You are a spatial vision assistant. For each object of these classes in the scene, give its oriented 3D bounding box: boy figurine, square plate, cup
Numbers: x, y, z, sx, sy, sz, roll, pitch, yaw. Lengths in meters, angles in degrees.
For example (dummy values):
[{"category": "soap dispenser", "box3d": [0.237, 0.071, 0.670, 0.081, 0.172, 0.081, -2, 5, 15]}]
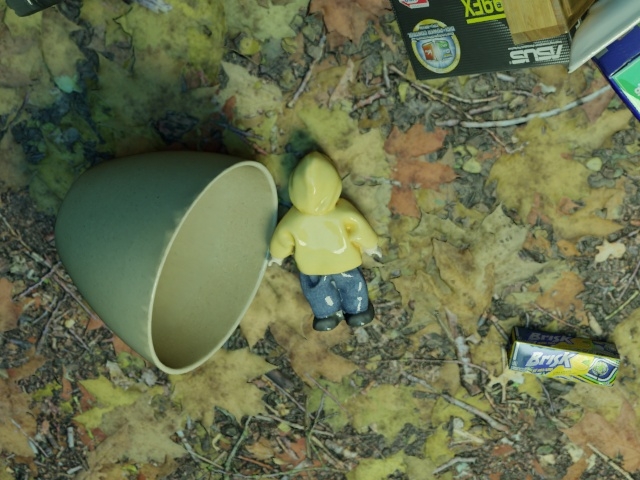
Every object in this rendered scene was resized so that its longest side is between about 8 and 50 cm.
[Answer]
[{"category": "boy figurine", "box3d": [0.000, 0.000, 1.851, 0.177, 0.092, 0.285, -11, 112, 10]}, {"category": "square plate", "box3d": [0.455, -0.372, 1.468, 0.049, 0.344, 0.347, 48, 126, -5]}, {"category": "cup", "box3d": [-0.248, 0.001, 1.781, 0.237, 0.331, 0.331, 22, 117, 22]}]

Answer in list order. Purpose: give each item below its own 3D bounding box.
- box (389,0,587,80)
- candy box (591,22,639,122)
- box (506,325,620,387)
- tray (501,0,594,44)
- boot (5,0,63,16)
[{"category": "box", "box3d": [0.215, -0.335, 1.622, 0.270, 0.060, 0.216, 1, 119, 44]}, {"category": "candy box", "box3d": [0.501, -0.171, 1.629, 0.122, 0.268, 0.317, -40, 105, 16]}, {"category": "box", "box3d": [0.383, 0.184, 1.912, 0.169, 0.059, 0.054, 9, 112, 1]}, {"category": "tray", "box3d": [0.308, -0.412, 1.465, 0.076, 0.411, 0.202, -6, 116, 35]}, {"category": "boot", "box3d": [-0.288, -0.534, 1.596, 0.445, 0.146, 0.367, -18, 122, 20]}]
